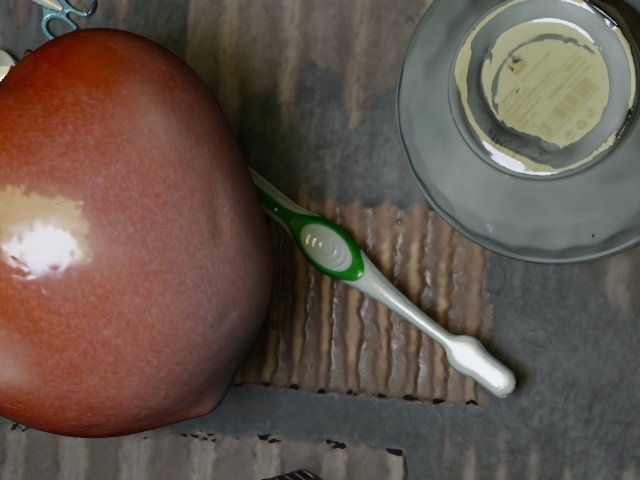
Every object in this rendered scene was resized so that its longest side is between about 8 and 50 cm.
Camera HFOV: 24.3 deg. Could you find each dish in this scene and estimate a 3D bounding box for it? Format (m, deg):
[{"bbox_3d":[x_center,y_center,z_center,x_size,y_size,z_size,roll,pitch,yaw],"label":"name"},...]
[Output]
[{"bbox_3d":[0.186,-0.120,1.183,0.303,0.120,0.303,0,89,15],"label":"dish"}]

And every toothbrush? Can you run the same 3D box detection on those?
[{"bbox_3d":[-0.002,0.000,1.268,0.418,0.040,0.042,37,99,13],"label":"toothbrush"}]

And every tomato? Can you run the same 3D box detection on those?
[{"bbox_3d":[-0.177,0.006,1.171,0.321,0.321,0.321,-1,88,15],"label":"tomato"}]

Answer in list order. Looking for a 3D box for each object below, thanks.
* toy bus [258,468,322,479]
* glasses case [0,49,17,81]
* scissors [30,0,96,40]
[{"bbox_3d":[-0.026,0.215,1.219,0.052,0.130,0.037,34,98,17],"label":"toy bus"},{"bbox_3d":[-0.310,-0.138,1.363,0.032,0.021,0.083,45,99,11],"label":"glasses case"},{"bbox_3d":[-0.261,-0.227,1.358,0.119,0.014,0.058,34,92,10],"label":"scissors"}]
